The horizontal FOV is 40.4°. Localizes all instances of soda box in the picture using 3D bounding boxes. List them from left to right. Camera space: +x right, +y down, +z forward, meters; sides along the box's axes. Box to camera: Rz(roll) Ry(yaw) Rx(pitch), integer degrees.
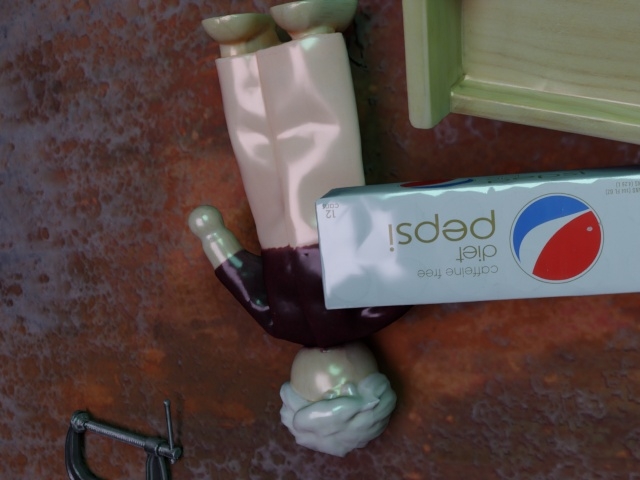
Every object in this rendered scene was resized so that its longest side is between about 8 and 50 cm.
[{"bbox_3d":[0.110,-0.003,0.553,0.216,0.069,0.074,-4,99,10],"label":"soda box"}]

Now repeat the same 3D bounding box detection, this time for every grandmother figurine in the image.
[{"bbox_3d":[0.000,0.000,0.656,0.208,0.104,0.342,0,102,37],"label":"grandmother figurine"}]

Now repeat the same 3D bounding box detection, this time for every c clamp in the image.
[{"bbox_3d":[-0.199,0.210,0.867,0.161,0.022,0.137,3,105,31],"label":"c clamp"}]

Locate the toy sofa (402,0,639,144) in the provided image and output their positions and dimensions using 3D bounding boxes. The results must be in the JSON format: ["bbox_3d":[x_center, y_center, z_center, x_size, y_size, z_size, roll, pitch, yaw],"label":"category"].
[{"bbox_3d":[0.235,-0.132,0.467,0.362,0.177,0.150,15,131,29],"label":"toy sofa"}]
